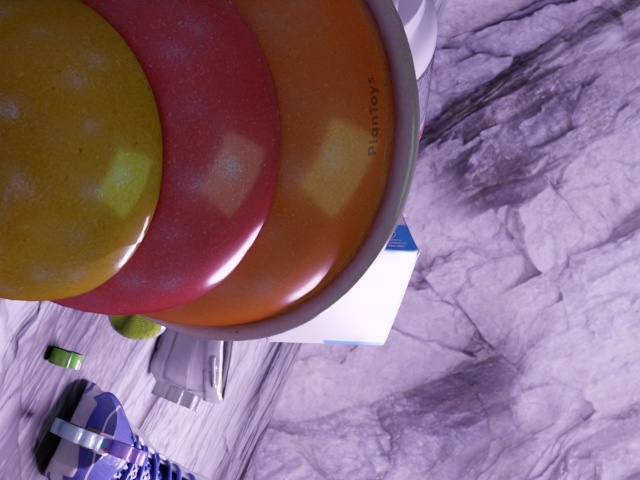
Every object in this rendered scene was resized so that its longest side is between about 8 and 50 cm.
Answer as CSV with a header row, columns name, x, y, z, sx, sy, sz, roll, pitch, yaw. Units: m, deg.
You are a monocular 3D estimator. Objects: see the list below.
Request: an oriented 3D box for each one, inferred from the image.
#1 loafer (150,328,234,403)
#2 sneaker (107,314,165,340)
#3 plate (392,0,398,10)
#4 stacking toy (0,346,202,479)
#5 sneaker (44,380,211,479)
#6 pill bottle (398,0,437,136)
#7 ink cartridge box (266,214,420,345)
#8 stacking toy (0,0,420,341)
name,x,y,z,sx,sy,sz,roll,pitch,yaw
loafer,-0.116,0.055,2.442,0.112,0.111,0.319,-36,147,-75
sneaker,-0.182,-0.017,1.990,0.126,0.091,0.240,-88,-169,-53
plate,-0.043,-0.134,2.107,0.278,0.045,0.277,-19,144,-27
stacking toy,-0.231,0.215,2.003,0.221,0.052,0.167,26,83,-48
sneaker,-0.204,0.275,2.199,0.315,0.182,0.127,93,19,-67
pill bottle,0.036,-0.230,2.332,0.363,0.210,0.210,93,21,-68
ink cartridge box,0.000,0.000,2.517,0.233,0.171,0.168,-111,-150,-48
stacking toy,-0.181,-0.075,1.278,0.480,0.350,0.350,-12,126,-58
